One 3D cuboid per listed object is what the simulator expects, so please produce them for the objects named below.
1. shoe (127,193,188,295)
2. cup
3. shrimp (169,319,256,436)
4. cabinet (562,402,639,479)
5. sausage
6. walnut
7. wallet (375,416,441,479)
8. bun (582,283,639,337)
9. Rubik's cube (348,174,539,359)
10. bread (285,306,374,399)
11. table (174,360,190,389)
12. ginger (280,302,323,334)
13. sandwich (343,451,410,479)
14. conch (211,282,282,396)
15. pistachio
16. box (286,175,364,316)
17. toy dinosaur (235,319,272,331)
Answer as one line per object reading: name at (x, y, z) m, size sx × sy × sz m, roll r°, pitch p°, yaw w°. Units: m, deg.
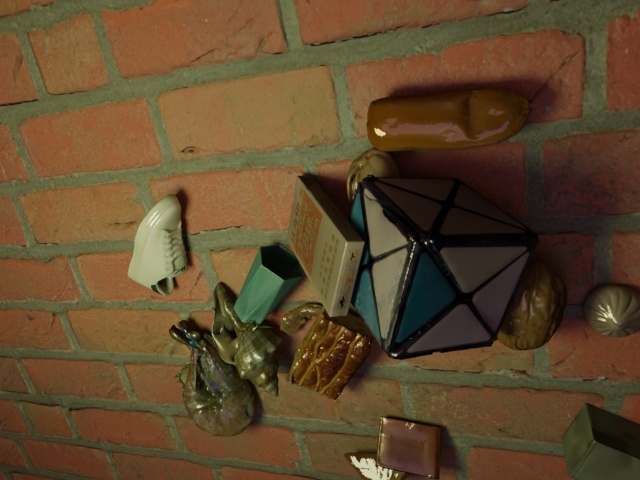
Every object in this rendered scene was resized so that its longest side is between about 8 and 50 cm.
shoe at (-0.475, 0.031, 1.548) m, size 0.160 × 0.131 × 0.362 m, roll 34°, pitch 125°, yaw 3°
cup at (-0.162, 0.137, 1.490) m, size 0.134 × 0.148 × 0.235 m, roll 55°, pitch 130°, yaw 27°
shrimp at (-0.380, 0.469, 1.699) m, size 0.221 × 0.110 × 0.445 m, roll -27°, pitch 99°, yaw -8°
cabinet at (0.781, 0.568, 1.329) m, size 0.206 × 0.145 × 0.150 m, roll 20°, pitch 118°, yaw 10°
sausage at (0.286, -0.270, 1.138) m, size 0.355 × 0.116 × 0.134 m, roll 2°, pitch 83°, yaw 18°
walnut at (0.492, 0.153, 1.216) m, size 0.198 × 0.198 × 0.244 m, roll 7°, pitch 111°, yaw 17°
wallet at (0.275, 0.641, 1.566) m, size 0.196 × 0.042 × 0.160 m, roll 2°, pitch 82°, yaw 19°
bun at (0.711, 0.181, 1.207) m, size 0.138 × 0.094 × 0.138 m, roll 7°, pitch 117°, yaw 13°
Rubik's cube at (0.238, 0.051, 1.133) m, size 0.311 × 0.307 × 0.304 m, roll -1°, pitch 121°, yaw -25°
bread at (0.032, 0.335, 1.497) m, size 0.185 × 0.114 × 0.274 m, roll 24°, pitch 118°, yaw -8°
table at (-0.454, 0.470, 1.765) m, size 0.079 × 0.083 × 0.062 m, roll -20°, pitch 106°, yaw 28°
ginger at (-0.059, 0.235, 1.535) m, size 0.174 × 0.051 × 0.069 m, roll -31°, pitch 104°, yaw 31°
sandwich at (0.209, 0.738, 1.635) m, size 0.258 × 0.094 × 0.096 m, roll -5°, pitch 71°, yaw 22°
conch at (-0.234, 0.320, 1.588) m, size 0.203 × 0.170 × 0.386 m, roll -36°, pitch 65°, yaw 10°
pistachio at (0.136, -0.125, 1.254) m, size 0.144 × 0.144 × 0.214 m, roll 5°, pitch 119°, yaw 18°
box at (-0.001, 0.000, 1.254) m, size 0.051 × 0.365 × 0.204 m, roll -1°, pitch 120°, yaw -21°
toy dinosaur at (-0.199, 0.256, 1.499) m, size 0.113 × 0.026 × 0.041 m, roll -6°, pitch 139°, yaw -19°
